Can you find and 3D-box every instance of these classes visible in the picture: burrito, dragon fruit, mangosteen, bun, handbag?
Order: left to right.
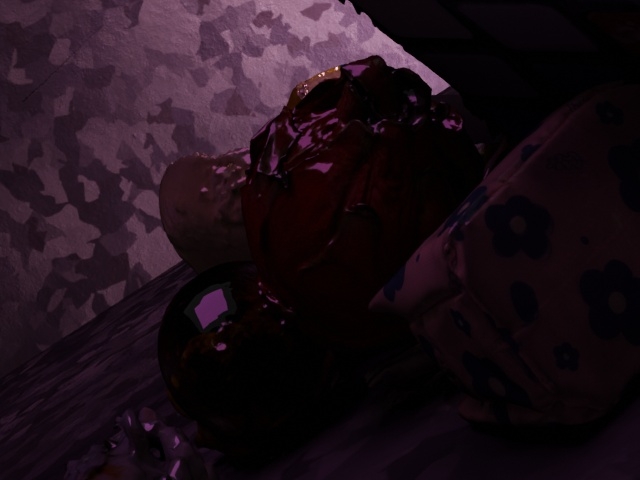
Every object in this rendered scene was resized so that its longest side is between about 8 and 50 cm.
[{"bbox_3d":[-0.084,0.130,1.376,0.217,0.192,0.192,-56,-6,33],"label":"mangosteen"},{"bbox_3d":[-0.003,0.004,1.548,0.364,0.202,0.364,-2,-6,0],"label":"bun"},{"bbox_3d":[0.035,-0.031,1.241,0.244,0.299,0.244,-1,40,1],"label":"dragon fruit"},{"bbox_3d":[0.121,0.095,1.238,0.171,0.042,0.051,-30,-2,4],"label":"burrito"},{"bbox_3d":[0.171,0.021,1.037,0.251,0.190,0.193,-42,1,-27],"label":"handbag"}]

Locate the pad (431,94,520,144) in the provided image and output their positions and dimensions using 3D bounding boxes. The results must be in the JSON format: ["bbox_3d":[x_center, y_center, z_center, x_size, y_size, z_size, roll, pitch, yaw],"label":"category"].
[{"bbox_3d":[0.203,-0.113,1.615,0.375,0.063,0.315,-1,18,-5],"label":"pad"}]

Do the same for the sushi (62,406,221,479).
[{"bbox_3d":[-0.200,0.286,0.871,0.417,0.176,0.417,-39,7,6],"label":"sushi"}]

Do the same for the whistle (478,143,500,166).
[{"bbox_3d":[0.253,-0.101,1.725,0.105,0.085,0.227,-5,8,4],"label":"whistle"}]

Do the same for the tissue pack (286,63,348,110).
[{"bbox_3d":[0.014,-0.081,1.840,0.134,0.192,0.271,-35,-17,-39],"label":"tissue pack"}]

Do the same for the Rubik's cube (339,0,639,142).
[{"bbox_3d":[0.274,-0.283,1.119,0.358,0.362,0.363,10,77,44],"label":"Rubik's cube"}]
